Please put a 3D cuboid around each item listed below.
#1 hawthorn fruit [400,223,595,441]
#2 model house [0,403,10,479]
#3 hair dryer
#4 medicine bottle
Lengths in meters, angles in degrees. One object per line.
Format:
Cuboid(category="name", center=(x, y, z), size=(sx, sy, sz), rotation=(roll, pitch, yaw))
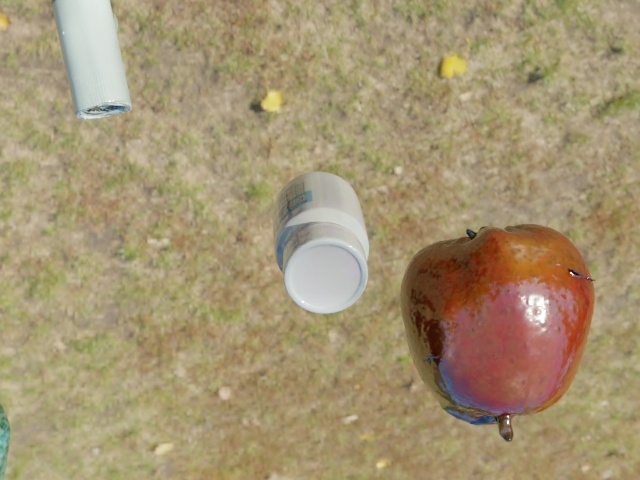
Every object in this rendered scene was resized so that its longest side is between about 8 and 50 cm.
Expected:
Cuboid(category="hawthorn fruit", center=(0.166, 0.087, 0.891), size=(0.185, 0.202, 0.185), rotation=(0, 169, 0))
Cuboid(category="model house", center=(-0.416, 0.262, 0.901), size=(0.226, 0.261, 0.241), rotation=(15, 172, -22))
Cuboid(category="hair dryer", center=(-0.173, -0.159, 0.746), size=(0.044, 0.154, 0.183), rotation=(-11, 175, -3))
Cuboid(category="medicine bottle", center=(0.000, 0.000, 0.522), size=(0.052, 0.089, 0.052), rotation=(-1, 116, -3))
